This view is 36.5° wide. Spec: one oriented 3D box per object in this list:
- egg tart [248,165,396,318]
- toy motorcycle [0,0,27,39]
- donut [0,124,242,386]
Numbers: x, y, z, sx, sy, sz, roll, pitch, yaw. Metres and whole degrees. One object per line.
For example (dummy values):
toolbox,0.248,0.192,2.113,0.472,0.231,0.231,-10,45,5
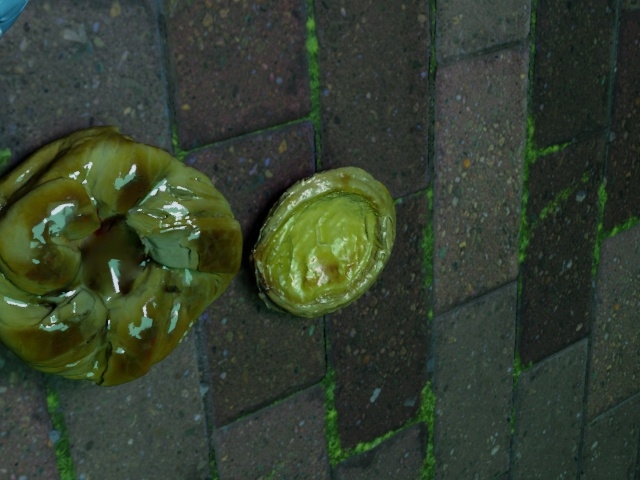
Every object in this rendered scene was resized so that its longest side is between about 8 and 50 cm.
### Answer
egg tart,0.000,0.000,1.580,0.278,0.095,0.279,-15,120,-28
toy motorcycle,-0.403,-0.299,1.015,0.182,0.272,0.124,70,36,-54
donut,-0.282,0.023,1.307,0.360,0.170,0.360,-18,121,-32
